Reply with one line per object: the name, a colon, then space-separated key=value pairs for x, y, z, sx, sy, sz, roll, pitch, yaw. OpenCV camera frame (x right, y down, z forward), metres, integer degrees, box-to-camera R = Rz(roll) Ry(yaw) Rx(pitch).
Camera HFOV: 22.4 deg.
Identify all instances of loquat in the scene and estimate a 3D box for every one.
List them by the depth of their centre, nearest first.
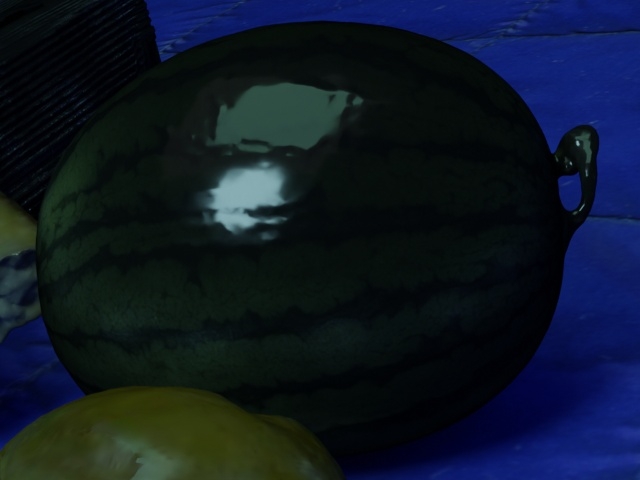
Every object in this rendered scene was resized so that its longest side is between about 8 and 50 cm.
loquat: x=-0.076 y=0.171 z=0.779 sx=0.213 sy=0.213 sz=0.213 roll=-11 pitch=21 yaw=4

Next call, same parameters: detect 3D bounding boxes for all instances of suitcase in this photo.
suitcase: x=-0.279 y=-0.096 z=1.486 sx=0.152 sy=0.229 sz=0.335 roll=0 pitch=25 yaw=28

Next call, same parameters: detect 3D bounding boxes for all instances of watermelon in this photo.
watermelon: x=0.000 y=0.000 z=1.022 sx=0.360 sy=0.278 sz=0.279 roll=-6 pitch=22 yaw=8

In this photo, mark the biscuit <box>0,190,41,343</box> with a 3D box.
biscuit: x=-0.449 y=0.064 z=1.192 sx=0.429 sy=0.104 sz=0.446 roll=-43 pitch=44 yaw=-15
